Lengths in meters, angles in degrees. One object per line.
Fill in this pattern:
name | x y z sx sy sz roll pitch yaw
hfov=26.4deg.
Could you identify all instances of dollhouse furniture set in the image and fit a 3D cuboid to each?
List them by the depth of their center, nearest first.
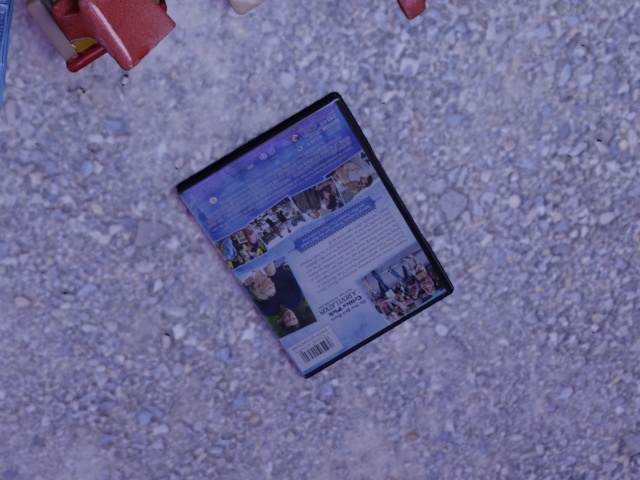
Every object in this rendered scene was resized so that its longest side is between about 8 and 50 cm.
dollhouse furniture set | -0.049 -0.227 1.124 0.374 0.201 0.152 -33 117 4

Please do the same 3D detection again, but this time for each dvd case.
dvd case | 0.000 0.000 1.341 0.180 0.022 0.253 -31 117 3

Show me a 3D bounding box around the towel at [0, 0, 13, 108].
towel | -0.310 -0.161 1.198 0.067 0.029 0.119 7 113 -14
